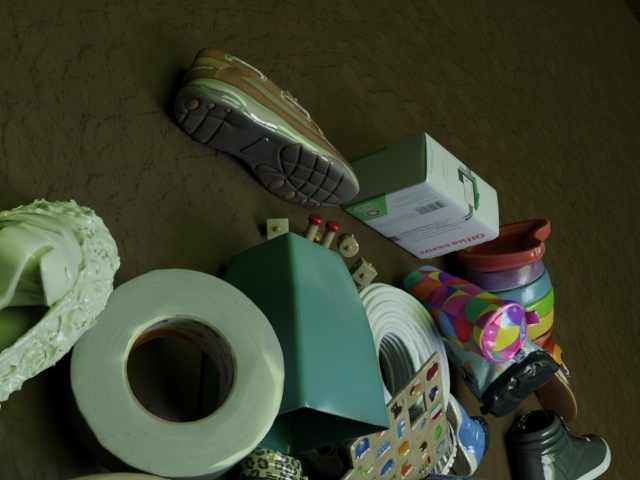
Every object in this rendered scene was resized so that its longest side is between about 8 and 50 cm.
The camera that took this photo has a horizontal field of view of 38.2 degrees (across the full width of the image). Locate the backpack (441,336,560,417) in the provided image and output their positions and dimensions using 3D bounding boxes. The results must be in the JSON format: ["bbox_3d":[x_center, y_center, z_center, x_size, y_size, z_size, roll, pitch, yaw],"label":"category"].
[{"bbox_3d":[0.279,0.178,1.513,0.182,0.152,0.115,51,-3,35],"label":"backpack"}]

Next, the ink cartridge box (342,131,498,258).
[{"bbox_3d":[0.164,-0.064,1.484,0.219,0.160,0.092,31,52,-44],"label":"ink cartridge box"}]

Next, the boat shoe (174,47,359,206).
[{"bbox_3d":[-0.057,-0.154,1.268,0.324,0.123,0.116,36,47,-42],"label":"boat shoe"}]

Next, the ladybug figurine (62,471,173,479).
[{"bbox_3d":[-0.224,0.363,0.777,0.449,0.162,0.305,-7,80,-53],"label":"ladybug figurine"}]

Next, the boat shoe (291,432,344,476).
[{"bbox_3d":[0.005,0.282,1.226,0.100,0.035,0.035,47,42,-30],"label":"boat shoe"}]

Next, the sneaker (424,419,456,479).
[{"bbox_3d":[0.153,0.325,1.379,0.075,0.063,0.170,53,44,-34],"label":"sneaker"}]

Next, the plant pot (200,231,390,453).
[{"bbox_3d":[-0.038,0.123,1.139,0.165,0.165,0.234,24,53,-46],"label":"plant pot"}]

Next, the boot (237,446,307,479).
[{"bbox_3d":[-0.026,0.363,1.109,0.236,0.085,0.178,37,45,-40],"label":"boot"}]

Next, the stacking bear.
[{"bbox_3d":[0.351,0.131,1.651,0.175,0.164,0.289,-47,124,-62],"label":"stacking bear"}]

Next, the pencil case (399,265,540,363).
[{"bbox_3d":[0.219,0.110,1.417,0.104,0.236,0.104,-9,109,-30],"label":"pencil case"}]

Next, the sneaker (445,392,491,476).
[{"bbox_3d":[0.228,0.295,1.493,0.084,0.058,0.152,-38,110,-47],"label":"sneaker"}]

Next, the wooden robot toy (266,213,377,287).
[{"bbox_3d":[0.000,0.000,1.307,0.173,0.076,0.079,22,14,-11],"label":"wooden robot toy"}]

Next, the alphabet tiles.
[{"bbox_3d":[0.097,0.290,1.234,0.237,0.009,0.198,-40,135,-34],"label":"alphabet tiles"}]

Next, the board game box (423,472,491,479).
[{"bbox_3d":[0.161,0.448,1.176,0.291,0.141,0.232,3,88,-65],"label":"board game box"}]

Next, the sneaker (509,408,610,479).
[{"bbox_3d":[0.448,0.371,1.712,0.296,0.104,0.147,-13,91,-50],"label":"sneaker"}]

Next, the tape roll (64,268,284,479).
[{"bbox_3d":[-0.151,0.142,0.962,0.219,0.072,0.219,8,64,-17],"label":"tape roll"}]

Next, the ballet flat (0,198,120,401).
[{"bbox_3d":[-0.297,0.069,0.807,0.147,0.147,0.409,56,39,-21],"label":"ballet flat"}]

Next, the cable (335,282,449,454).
[{"bbox_3d":[0.088,0.190,1.329,0.257,0.089,0.257,39,47,-37],"label":"cable"}]

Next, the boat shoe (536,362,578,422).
[{"bbox_3d":[0.445,0.254,1.788,0.207,0.073,0.073,60,39,-16],"label":"boat shoe"}]
